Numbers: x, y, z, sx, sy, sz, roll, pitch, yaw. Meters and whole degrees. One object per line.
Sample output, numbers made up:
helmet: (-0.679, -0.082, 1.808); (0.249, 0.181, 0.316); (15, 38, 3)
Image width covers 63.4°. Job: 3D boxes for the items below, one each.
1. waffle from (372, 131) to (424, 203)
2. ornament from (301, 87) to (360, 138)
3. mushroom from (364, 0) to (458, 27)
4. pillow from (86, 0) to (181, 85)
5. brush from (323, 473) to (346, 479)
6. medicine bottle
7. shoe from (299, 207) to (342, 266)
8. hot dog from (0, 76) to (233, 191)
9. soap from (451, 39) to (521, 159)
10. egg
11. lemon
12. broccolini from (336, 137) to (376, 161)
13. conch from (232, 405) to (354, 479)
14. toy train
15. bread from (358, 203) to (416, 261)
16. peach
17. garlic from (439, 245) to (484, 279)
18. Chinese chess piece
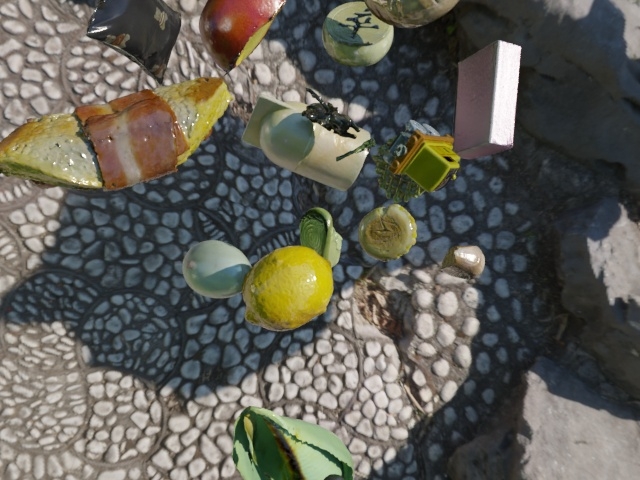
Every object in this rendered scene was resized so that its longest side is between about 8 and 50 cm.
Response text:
waffle: (0.227, -0.199, 1.427); (0.169, 0.036, 0.183); (-32, 74, 31)
ornament: (-0.004, -0.389, 1.553); (0.202, 0.236, 0.080); (33, 102, 24)
mushroom: (0.182, -0.614, 1.100); (0.292, 0.290, 0.292); (1, 91, 35)
pillow: (-0.204, -0.244, 0.585); (0.048, 0.150, 0.090); (34, 94, 10)
brush: (0.121, 0.389, 0.581); (0.323, 0.051, 0.070); (38, 48, 11)
medicine bottle: (-0.056, -0.348, 1.806); (0.406, 0.236, 0.235); (21, 88, -13)
shoe: (-0.005, 0.002, 1.742); (0.140, 0.128, 0.262); (18, 122, 25)
hot dog: (-0.212, -0.107, 0.578); (0.261, 0.123, 0.093); (-21, 127, -17)
soap: (0.416, -0.349, 1.316); (0.081, 0.181, 0.259); (8, 85, -18)
egg: (-0.325, 0.094, 1.646); (0.264, 0.183, 0.183); (12, 88, 37)
lemon: (-0.094, 0.136, 1.462); (0.288, 0.233, 0.233); (-37, 89, -5)
broccolini: (0.107, -0.281, 1.606); (0.140, 0.035, 0.030); (-26, 123, -8)
conch: (-0.045, 0.352, 0.792); (0.137, 0.250, 0.143); (29, 84, 33)
toy train: (0.200, -0.151, 0.961); (0.127, 0.219, 0.089); (45, 117, 18)
bread: (0.242, -0.024, 1.845); (0.213, 0.105, 0.213); (-2, 85, 24)
peach: (-0.256, -0.730, 1.653); (0.201, 0.257, 0.362); (40, 116, -14)
garlic: (0.390, 0.059, 1.407); (0.101, 0.195, 0.087); (10, 80, 3)
Chinese chess piece: (0.098, -0.549, 1.372); (0.188, 0.083, 0.188); (-2, 62, 3)
